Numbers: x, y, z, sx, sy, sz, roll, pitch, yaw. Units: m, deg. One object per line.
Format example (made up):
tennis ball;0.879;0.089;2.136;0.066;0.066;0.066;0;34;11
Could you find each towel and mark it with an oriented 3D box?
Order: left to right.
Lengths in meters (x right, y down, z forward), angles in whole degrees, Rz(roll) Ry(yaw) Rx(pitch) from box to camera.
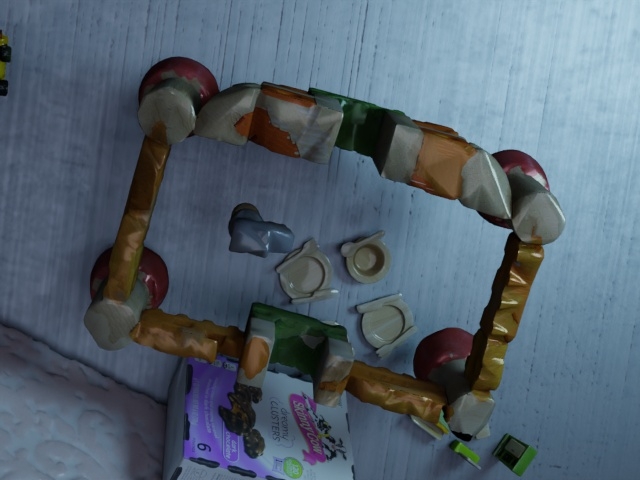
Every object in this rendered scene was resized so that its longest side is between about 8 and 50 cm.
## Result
towel;-0.265;0.234;1.048;0.332;0.317;0.053;31;117;-17

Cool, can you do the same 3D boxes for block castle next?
block castle;0.000;0.000;1.124;0.453;0.213;0.303;15;104;-6

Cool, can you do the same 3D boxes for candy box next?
candy box;-0.066;0.217;1.160;0.196;0.165;0.070;18;123;-18

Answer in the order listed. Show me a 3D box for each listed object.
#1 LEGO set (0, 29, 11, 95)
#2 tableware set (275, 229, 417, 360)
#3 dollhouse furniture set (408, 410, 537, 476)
LEGO set;-0.463;-0.206;1.026;0.331;0.192;0.255;-2;127;-12
tableware set;0.032;0.070;1.250;0.141;0.020;0.169;-21;102;-12
dollhouse furniture set;0.183;0.225;1.290;0.151;0.058;0.076;38;85;-17
